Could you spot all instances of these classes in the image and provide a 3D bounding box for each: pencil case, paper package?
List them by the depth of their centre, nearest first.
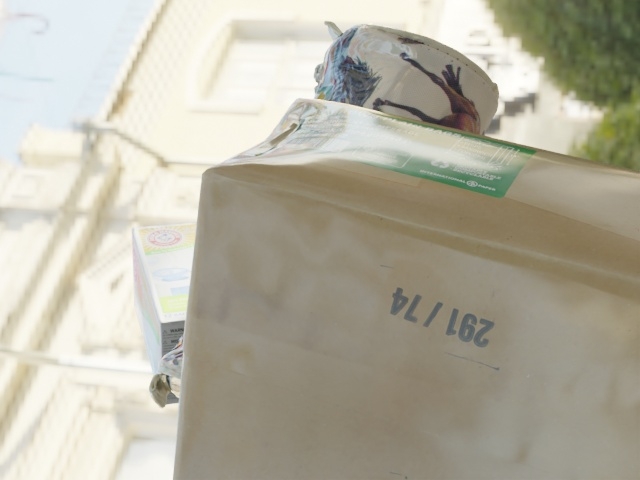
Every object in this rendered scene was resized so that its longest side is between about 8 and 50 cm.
[{"bbox_3d":[0.089,0.097,0.944,0.168,0.325,0.309,-45,-34,-63],"label":"paper package"},{"bbox_3d":[0.000,0.000,1.399,0.410,0.183,0.160,-61,-34,-10],"label":"pencil case"}]

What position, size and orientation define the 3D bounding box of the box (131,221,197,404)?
[{"bbox_3d":[-0.134,0.072,1.611,0.203,0.114,0.103,-116,24,-57],"label":"box"}]
